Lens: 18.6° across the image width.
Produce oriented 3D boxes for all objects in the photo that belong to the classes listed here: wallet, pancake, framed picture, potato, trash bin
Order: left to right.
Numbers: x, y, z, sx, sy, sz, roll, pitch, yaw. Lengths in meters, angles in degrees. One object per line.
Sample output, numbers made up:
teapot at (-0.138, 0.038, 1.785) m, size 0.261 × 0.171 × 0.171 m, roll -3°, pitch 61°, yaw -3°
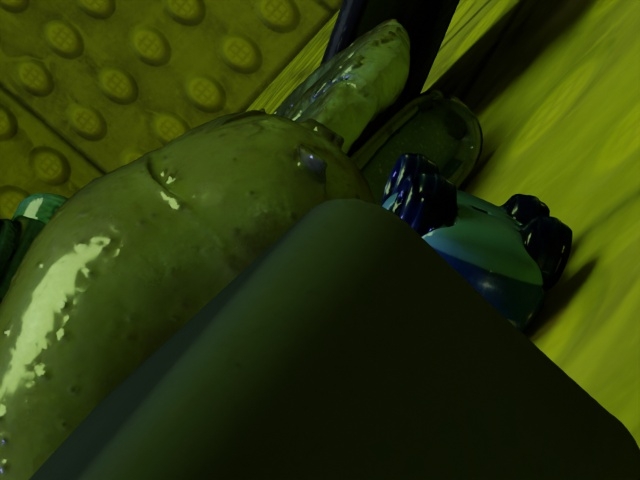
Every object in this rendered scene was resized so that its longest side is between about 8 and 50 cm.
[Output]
trash bin at (-0.044, 0.120, 0.413) m, size 0.164 × 0.122 × 0.240 m, roll -42°, pitch 8°, yaw 48°
potato at (-0.064, 0.066, 0.766) m, size 0.248 × 0.143 × 0.169 m, roll -56°, pitch -30°, yaw -17°
pancake at (-0.040, -0.020, 1.004) m, size 0.253 × 0.037 × 0.253 m, roll -45°, pitch 6°, yaw 6°
wallet at (0.000, 0.001, 1.040) m, size 0.141 × 0.059 × 0.202 m, roll -46°, pitch 6°, yaw -20°
framed picture at (0.055, -0.153, 1.199) m, size 0.265 × 0.016 × 0.347 m, roll -50°, pitch -14°, yaw -47°

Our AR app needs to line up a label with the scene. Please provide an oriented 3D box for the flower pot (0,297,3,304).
flower pot at (-0.196, 0.147, 0.898) m, size 0.269 × 0.269 × 0.166 m, roll -42°, pitch 31°, yaw 47°

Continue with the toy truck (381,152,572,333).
toy truck at (0.045, 0.020, 0.645) m, size 0.136 × 0.063 × 0.074 m, roll -101°, pitch 32°, yaw -80°

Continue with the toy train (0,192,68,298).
toy train at (-0.245, 0.145, 1.267) m, size 0.237 × 0.150 × 0.369 m, roll -41°, pitch 23°, yaw 57°
